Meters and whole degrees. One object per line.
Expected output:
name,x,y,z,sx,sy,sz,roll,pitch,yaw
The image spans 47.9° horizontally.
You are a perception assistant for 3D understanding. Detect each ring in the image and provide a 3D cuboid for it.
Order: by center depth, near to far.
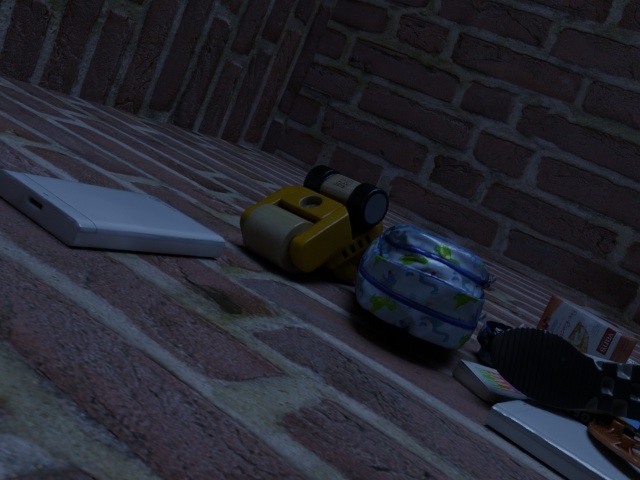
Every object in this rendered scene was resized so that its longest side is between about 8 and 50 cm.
ring,0.576,0.367,1.109,0.337,0.032,0.336,27,3,-1

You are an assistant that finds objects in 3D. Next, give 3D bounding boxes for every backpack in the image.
backpack,0.199,0.090,1.417,0.290,0.273,0.355,31,22,7
backpack,0.378,0.221,1.508,0.105,0.084,0.114,23,14,-5

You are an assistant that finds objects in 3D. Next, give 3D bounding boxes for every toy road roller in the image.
toy road roller,0.000,0.000,1.631,0.329,0.240,0.202,-31,40,-32

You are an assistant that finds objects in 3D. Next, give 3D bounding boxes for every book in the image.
book,0.320,0.266,1.298,0.144,0.035,0.096,19,14,-34

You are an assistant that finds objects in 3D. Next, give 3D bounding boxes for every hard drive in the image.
hard drive,0.424,0.341,1.095,0.307,0.040,0.203,30,11,36
hard drive,-0.366,-0.043,1.298,0.233,0.047,0.353,29,10,30

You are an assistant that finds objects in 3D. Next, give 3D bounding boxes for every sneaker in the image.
sneaker,0.426,0.241,1.268,0.331,0.122,0.146,21,-11,-12

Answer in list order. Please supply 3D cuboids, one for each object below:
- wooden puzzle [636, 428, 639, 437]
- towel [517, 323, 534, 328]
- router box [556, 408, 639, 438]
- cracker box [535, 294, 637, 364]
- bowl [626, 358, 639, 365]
wooden puzzle,0.652,0.393,1.455,0.049,0.006,0.083,25,9,9
towel,0.620,0.283,1.943,0.197,0.029,0.144,24,9,19
router box,0.512,0.325,1.374,0.179,0.046,0.133,28,11,26
cracker box,0.615,0.248,1.716,0.067,0.155,0.232,18,10,-30
bowl,0.716,0.322,1.781,0.170,0.080,0.170,23,10,-4
